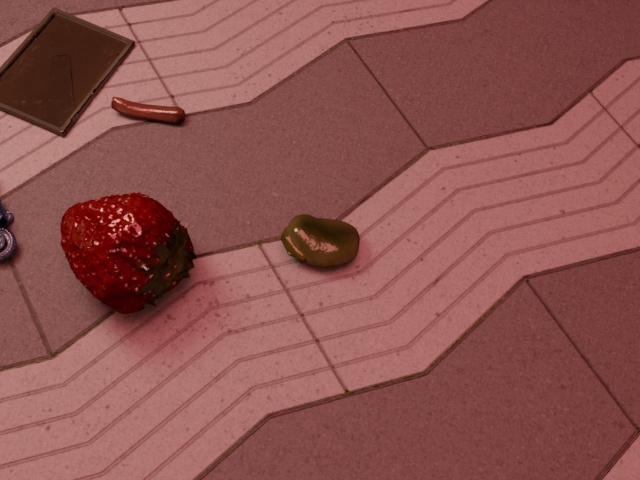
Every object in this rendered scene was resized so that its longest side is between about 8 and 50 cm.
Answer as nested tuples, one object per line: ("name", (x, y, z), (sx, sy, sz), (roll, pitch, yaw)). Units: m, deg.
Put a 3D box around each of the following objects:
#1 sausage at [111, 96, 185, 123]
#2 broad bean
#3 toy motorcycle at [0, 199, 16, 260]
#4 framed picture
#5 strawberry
("sausage", (-0.417, -0.315, 1.809), (0.176, 0.047, 0.040), (9, 73, -3))
("broad bean", (0.000, 0.000, 1.663), (0.174, 0.082, 0.124), (11, 59, 2))
("toy motorcycle", (-0.753, -0.053, 1.616), (0.135, 0.092, 0.254), (-24, 76, -7))
("framed picture", (-0.656, -0.429, 1.861), (0.247, 0.022, 0.335), (23, 62, 6))
("strawberry", (-0.413, 0.014, 1.536), (0.276, 0.257, 0.257), (24, 61, 24))
